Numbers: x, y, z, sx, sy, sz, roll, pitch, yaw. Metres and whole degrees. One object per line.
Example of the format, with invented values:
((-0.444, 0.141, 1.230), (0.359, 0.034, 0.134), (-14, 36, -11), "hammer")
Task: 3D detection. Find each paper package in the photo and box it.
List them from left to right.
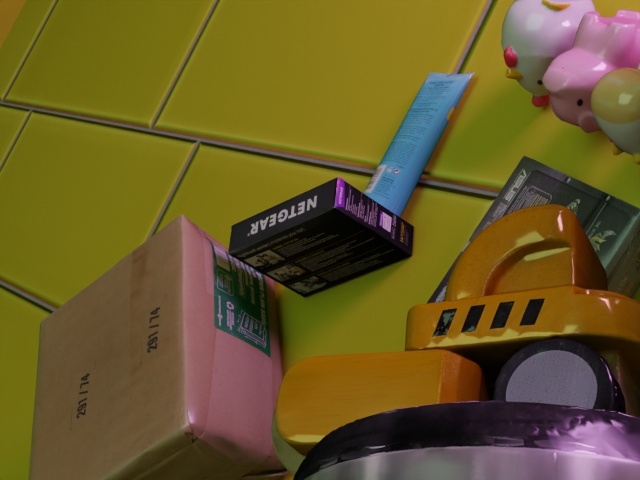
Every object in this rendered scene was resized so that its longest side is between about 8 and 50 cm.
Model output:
((-0.202, 0.189, 1.490), (0.309, 0.168, 0.324), (-35, 41, 27), "paper package")

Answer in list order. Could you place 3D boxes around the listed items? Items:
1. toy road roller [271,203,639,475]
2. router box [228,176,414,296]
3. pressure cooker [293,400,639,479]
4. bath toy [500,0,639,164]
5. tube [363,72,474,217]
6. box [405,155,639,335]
((0.139, 0.110, 1.044), (0.330, 0.202, 0.240), (-8, 56, 25), "toy road roller")
((0.000, 0.000, 1.417), (0.179, 0.133, 0.046), (-23, 49, 38), "router box")
((0.136, 0.356, 0.805), (0.376, 0.370, 0.420), (4, 61, 6), "pressure cooker")
((0.293, -0.157, 1.204), (0.348, 0.151, 0.129), (42, 133, 54), "bath toy")
((0.112, -0.118, 1.449), (0.080, 0.052, 0.207), (12, 69, 48), "tube")
((0.211, 0.046, 1.200), (0.231, 0.056, 0.183), (-58, 37, 1), "box")
